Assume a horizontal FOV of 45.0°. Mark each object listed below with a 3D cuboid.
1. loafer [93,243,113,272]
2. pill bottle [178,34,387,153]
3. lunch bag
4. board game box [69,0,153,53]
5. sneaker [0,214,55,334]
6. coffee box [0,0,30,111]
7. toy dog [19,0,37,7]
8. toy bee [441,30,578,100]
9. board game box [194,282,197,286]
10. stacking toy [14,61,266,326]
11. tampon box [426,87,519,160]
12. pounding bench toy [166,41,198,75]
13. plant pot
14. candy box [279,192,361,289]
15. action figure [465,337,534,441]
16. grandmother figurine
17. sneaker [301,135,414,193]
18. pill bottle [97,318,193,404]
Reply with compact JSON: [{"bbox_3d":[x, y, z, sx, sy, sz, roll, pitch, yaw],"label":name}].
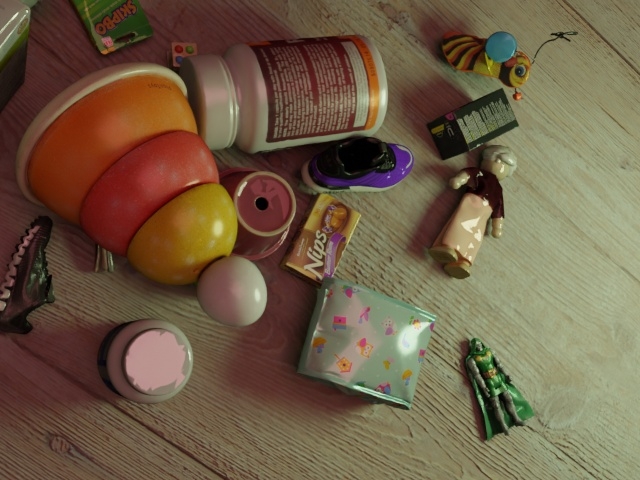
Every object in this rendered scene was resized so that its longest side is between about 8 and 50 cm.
[{"bbox_3d":[-0.434,0.003,1.513,0.039,0.045,0.125,-10,89,-16],"label":"loafer"},{"bbox_3d":[-0.080,-0.302,1.600,0.392,0.224,0.224,-11,87,-23],"label":"pill bottle"},{"bbox_3d":[0.084,0.216,1.633,0.262,0.160,0.223,23,75,-24],"label":"lunch bag"},{"bbox_3d":[-0.455,-0.512,1.578,0.124,0.039,0.259,-29,91,-22],"label":"board game box"},{"bbox_3d":[-0.539,0.071,1.445,0.106,0.078,0.234,26,78,-20],"label":"sneaker"},{"bbox_3d":[-0.727,-0.286,1.274,0.337,0.334,0.338,32,70,-14],"label":"coffee box"},{"bbox_3d":[-0.619,-0.564,1.446,0.220,0.161,0.334,-6,119,14],"label":"toy dog"},{"bbox_3d":[0.434,-0.416,1.833,0.195,0.298,0.162,-16,111,-51],"label":"toy bee"},{"bbox_3d":[-0.261,0.042,1.550,0.181,0.092,0.043,43,69,-12],"label":"board game box"},{"bbox_3d":[-0.268,-0.040,1.349,0.350,0.350,0.480,-34,73,-22],"label":"stacking toy"},{"bbox_3d":[0.360,-0.274,1.829,0.161,0.120,0.101,-27,94,-23],"label":"tampon box"},{"bbox_3d":[-0.274,-0.380,1.616,0.083,0.065,0.052,-4,84,-23],"label":"pounding bench toy"},{"bbox_3d":[-0.140,-0.060,1.566,0.201,0.180,0.201,3,82,-22],"label":"plant pot"},{"bbox_3d":[0.000,0.000,1.683,0.109,0.053,0.187,31,71,-15],"label":"candy box"},{"bbox_3d":[0.403,0.335,1.800,0.137,0.063,0.232,-25,89,-20],"label":"action figure"},{"bbox_3d":[0.369,-0.090,1.827,0.208,0.104,0.342,49,63,-39],"label":"grandmother figurine"},{"bbox_3d":[0.114,-0.172,1.678,0.293,0.146,0.102,-13,76,-35],"label":"sneaker"},{"bbox_3d":[-0.317,0.219,1.405,0.152,0.272,0.152,3,82,-22],"label":"pill bottle"}]
